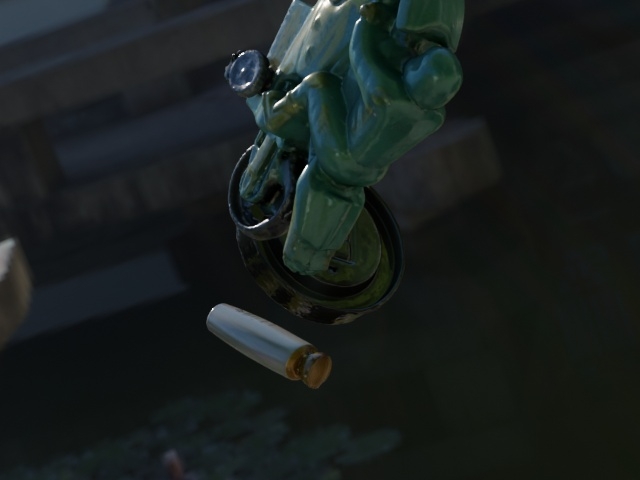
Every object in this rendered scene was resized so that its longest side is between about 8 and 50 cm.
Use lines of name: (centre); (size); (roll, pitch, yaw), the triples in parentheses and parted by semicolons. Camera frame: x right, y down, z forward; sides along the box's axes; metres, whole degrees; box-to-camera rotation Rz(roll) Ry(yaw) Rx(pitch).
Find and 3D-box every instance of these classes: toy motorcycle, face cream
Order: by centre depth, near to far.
toy motorcycle: (0.030, -0.119, 1.318); (0.109, 0.296, 0.198); (17, 14, -40)
face cream: (-0.067, 0.133, 2.212); (0.182, 0.051, 0.072); (25, 15, 33)

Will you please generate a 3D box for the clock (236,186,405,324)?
clock: (0.000, 0.000, 1.755); (0.184, 0.184, 0.040); (-35, -7, -43)
